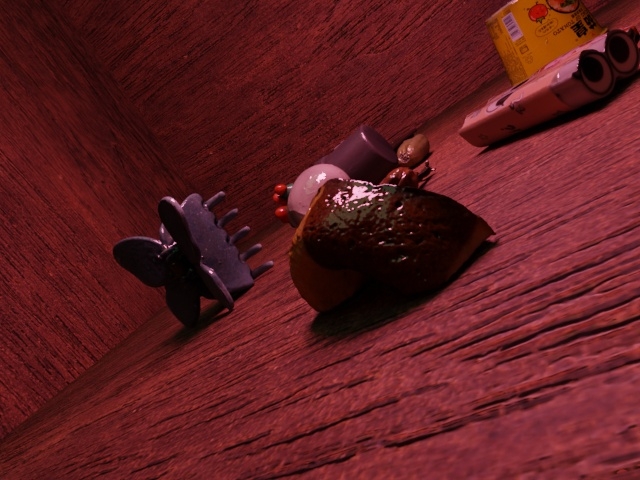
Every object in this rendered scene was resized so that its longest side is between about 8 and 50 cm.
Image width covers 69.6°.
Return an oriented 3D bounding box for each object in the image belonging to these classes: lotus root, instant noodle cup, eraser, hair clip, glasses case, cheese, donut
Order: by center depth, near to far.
[{"bbox_3d":[0.042,0.005,0.572,0.295,0.151,0.112,-24,24,52],"label":"donut"},{"bbox_3d":[0.410,-0.268,0.859,0.171,0.087,0.290,-39,8,-17],"label":"eraser"},{"bbox_3d":[0.549,-0.377,0.997,0.103,0.067,0.267,-36,8,-16],"label":"glasses case"},{"bbox_3d":[-0.002,-0.100,1.172,0.188,0.155,0.198,-62,20,-4],"label":"cheese"},{"bbox_3d":[-0.321,0.034,1.256,0.392,0.318,0.238,-30,8,43],"label":"hair clip"},{"bbox_3d":[0.294,-0.282,1.436,0.090,0.077,0.183,-21,17,34],"label":"lotus root"},{"bbox_3d":[0.716,-0.693,1.515,0.326,0.254,0.325,-35,7,5],"label":"instant noodle cup"}]

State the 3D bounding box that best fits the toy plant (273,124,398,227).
[{"bbox_3d":[0.040,-0.151,1.360,0.400,0.185,0.279,-41,-8,30],"label":"toy plant"}]

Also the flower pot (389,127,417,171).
[{"bbox_3d":[0.267,-0.310,1.701,0.251,0.084,0.179,-40,9,-38],"label":"flower pot"}]

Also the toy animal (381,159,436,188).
[{"bbox_3d":[0.181,-0.114,0.999,0.229,0.066,0.224,-45,-10,-7],"label":"toy animal"}]
